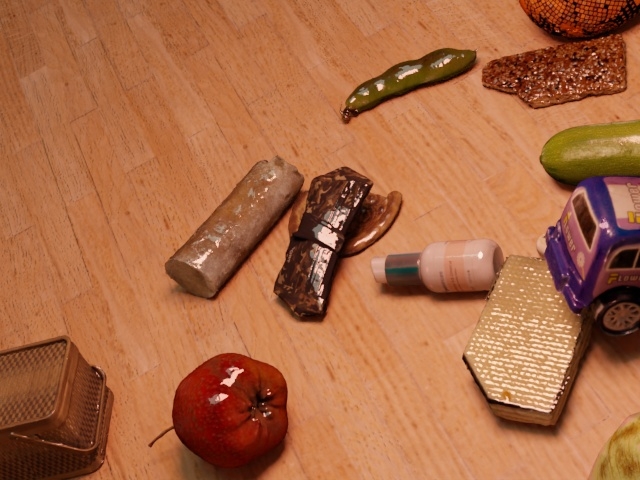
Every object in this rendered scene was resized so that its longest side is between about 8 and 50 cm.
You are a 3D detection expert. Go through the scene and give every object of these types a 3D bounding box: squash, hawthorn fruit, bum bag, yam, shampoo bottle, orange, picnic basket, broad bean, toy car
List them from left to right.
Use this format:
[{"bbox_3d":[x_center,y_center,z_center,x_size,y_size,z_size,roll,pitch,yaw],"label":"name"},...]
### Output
[{"bbox_3d":[-0.444,0.262,1.942,0.266,0.139,0.165,-15,42,15],"label":"picnic basket"},{"bbox_3d":[-0.142,0.234,1.816,0.203,0.162,0.163,-11,40,46],"label":"hawthorn fruit"},{"bbox_3d":[-0.131,-0.026,2.107,0.093,0.093,0.259,17,57,40],"label":"yam"},{"bbox_3d":[-0.001,0.000,1.998,0.102,0.069,0.248,13,67,20],"label":"bum bag"},{"bbox_3d":[0.147,-0.274,2.241,0.254,0.046,0.065,-22,47,9],"label":"broad bean"},{"bbox_3d":[0.161,0.038,1.884,0.192,0.074,0.074,-4,46,25],"label":"shampoo bottle"},{"bbox_3d":[0.430,-0.436,2.158,0.234,0.182,0.234,-7,39,6],"label":"orange"},{"bbox_3d":[0.414,0.009,1.680,0.235,0.158,0.172,3,42,-10],"label":"toy car"},{"bbox_3d":[0.486,-0.125,1.854,0.378,0.101,0.101,-2,47,34],"label":"squash"}]

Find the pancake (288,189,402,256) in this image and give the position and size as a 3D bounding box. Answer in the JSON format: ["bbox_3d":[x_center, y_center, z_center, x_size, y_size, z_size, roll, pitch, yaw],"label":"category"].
[{"bbox_3d":[0.037,-0.042,2.080,0.190,0.020,0.184,-25,40,6],"label":"pancake"}]

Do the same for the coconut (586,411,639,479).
[{"bbox_3d":[0.399,0.263,1.421,0.236,0.204,0.236,-162,90,-75],"label":"coconut"}]

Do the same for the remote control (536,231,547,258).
[{"bbox_3d":[0.363,-0.005,1.848,0.122,0.032,0.074,-32,40,-3],"label":"remote control"}]

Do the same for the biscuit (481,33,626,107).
[{"bbox_3d":[0.368,-0.265,2.122,0.236,0.026,0.131,-9,42,21],"label":"biscuit"}]

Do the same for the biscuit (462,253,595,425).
[{"bbox_3d":[0.276,0.129,1.742,0.150,0.052,0.252,6,48,28],"label":"biscuit"}]
